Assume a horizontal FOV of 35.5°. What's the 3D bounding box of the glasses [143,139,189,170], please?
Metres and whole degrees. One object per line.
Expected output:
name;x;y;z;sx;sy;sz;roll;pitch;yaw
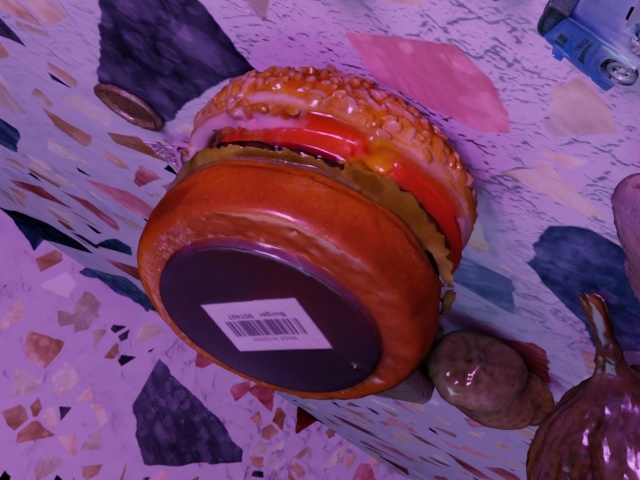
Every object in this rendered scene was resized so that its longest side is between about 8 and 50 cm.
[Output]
glasses;-0.149;-0.058;1.446;0.255;0.095;0.162;40;169;-26

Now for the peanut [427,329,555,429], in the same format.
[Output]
peanut;0.266;0.224;1.547;0.137;0.122;0.253;-10;145;37

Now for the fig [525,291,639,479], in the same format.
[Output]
fig;0.364;0.225;1.228;0.286;0.286;0.369;1;124;57

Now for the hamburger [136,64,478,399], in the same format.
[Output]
hamburger;-0.007;-0.011;1.025;0.330;0.250;0.330;14;142;12

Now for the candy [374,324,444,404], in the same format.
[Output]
candy;0.075;0.152;1.527;0.179;0.135;0.321;10;165;18

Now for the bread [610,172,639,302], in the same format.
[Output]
bread;0.319;0.016;0.783;0.183;0.102;0.337;58;179;-7

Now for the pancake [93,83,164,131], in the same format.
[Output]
pancake;-0.267;-0.185;1.399;0.115;0.011;0.115;28;165;8

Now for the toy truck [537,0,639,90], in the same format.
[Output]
toy truck;0.201;-0.159;0.614;0.081;0.067;0.175;32;163;-6
